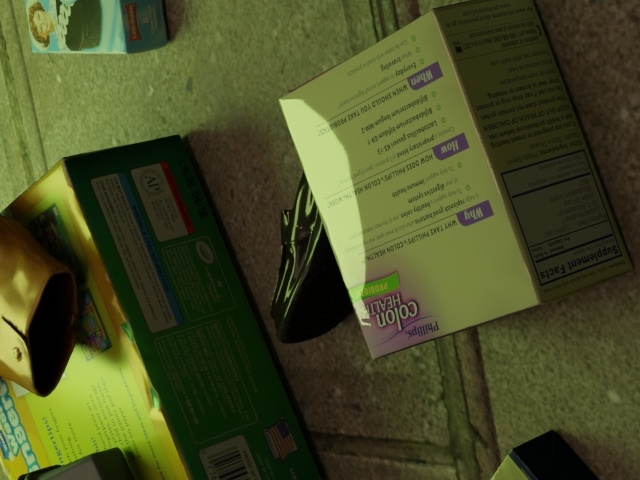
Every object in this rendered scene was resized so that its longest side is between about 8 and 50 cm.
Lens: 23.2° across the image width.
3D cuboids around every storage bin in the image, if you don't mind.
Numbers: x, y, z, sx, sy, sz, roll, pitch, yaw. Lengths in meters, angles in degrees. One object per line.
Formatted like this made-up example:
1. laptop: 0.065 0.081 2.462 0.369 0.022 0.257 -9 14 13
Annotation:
1. storage bin: -0.223 0.274 1.561 0.091 0.098 0.135 -29 80 21

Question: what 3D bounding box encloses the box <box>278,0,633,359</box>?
1. box: 0.106 -0.050 1.285 0.213 0.117 0.243 -25 84 50

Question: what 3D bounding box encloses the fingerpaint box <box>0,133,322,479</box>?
1. fingerpaint box: -0.217 0.163 1.704 0.371 0.163 0.444 -32 78 49

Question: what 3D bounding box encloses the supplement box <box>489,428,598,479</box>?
1. supplement box: 0.190 0.224 1.332 0.083 0.056 0.083 50 135 26

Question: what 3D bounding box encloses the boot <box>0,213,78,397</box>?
1. boot: -0.348 0.113 1.626 0.211 0.104 0.295 37 123 36

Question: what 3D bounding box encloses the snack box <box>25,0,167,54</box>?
1. snack box: -0.257 -0.358 1.641 0.187 0.060 0.321 8 109 48

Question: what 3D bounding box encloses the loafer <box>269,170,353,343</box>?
1. loafer: 0.000 0.000 1.469 0.078 0.080 0.220 49 131 40
